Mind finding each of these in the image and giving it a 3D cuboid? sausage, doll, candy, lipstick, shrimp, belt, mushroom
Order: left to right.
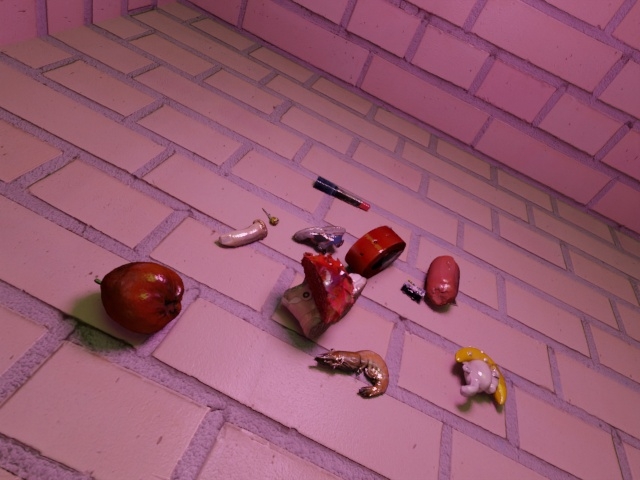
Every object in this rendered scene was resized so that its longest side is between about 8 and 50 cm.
[{"bbox_3d":[-0.307,-0.024,1.738,0.209,0.084,0.071,-22,39,-39],"label":"mushroom"},{"bbox_3d":[-0.225,-0.111,1.917,0.123,0.035,0.035,45,10,33],"label":"candy"},{"bbox_3d":[0.115,-0.234,2.222,0.312,0.051,0.051,26,39,-5],"label":"lipstick"},{"bbox_3d":[0.114,0.453,1.480,0.295,0.058,0.169,9,45,-26],"label":"shrimp"},{"bbox_3d":[0.240,0.050,1.848,0.115,0.227,0.323,49,32,20],"label":"belt"},{"bbox_3d":[0.550,0.178,1.939,0.152,0.152,0.280,28,38,1],"label":"sausage"},{"bbox_3d":[0.604,0.513,1.646,0.237,0.111,0.252,32,36,-19],"label":"doll"}]

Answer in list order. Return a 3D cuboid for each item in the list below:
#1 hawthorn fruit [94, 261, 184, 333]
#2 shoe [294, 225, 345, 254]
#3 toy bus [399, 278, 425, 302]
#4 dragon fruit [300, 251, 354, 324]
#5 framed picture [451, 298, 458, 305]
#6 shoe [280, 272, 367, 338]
[{"bbox_3d":[-0.554,0.159,1.304,0.260,0.224,0.224,15,39,9],"label":"hawthorn fruit"},{"bbox_3d":[0.000,0.000,1.886,0.227,0.126,0.099,-4,7,-1],"label":"shoe"},{"bbox_3d":[0.408,0.221,1.892,0.102,0.052,0.058,37,41,14],"label":"toy bus"},{"bbox_3d":[0.048,0.130,1.471,0.161,0.126,0.274,-11,67,-27],"label":"dragon fruit"},{"bbox_3d":[0.597,0.261,1.988,0.066,0.007,0.089,16,41,-14],"label":"framed picture"},{"bbox_3d":[0.020,0.194,1.609,0.198,0.172,0.351,42,42,17],"label":"shoe"}]
